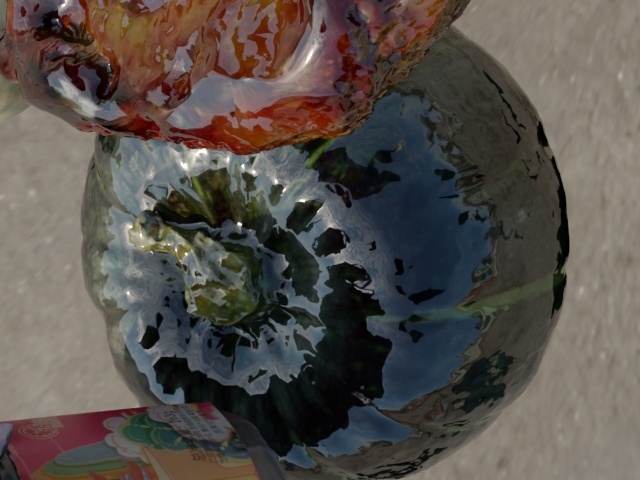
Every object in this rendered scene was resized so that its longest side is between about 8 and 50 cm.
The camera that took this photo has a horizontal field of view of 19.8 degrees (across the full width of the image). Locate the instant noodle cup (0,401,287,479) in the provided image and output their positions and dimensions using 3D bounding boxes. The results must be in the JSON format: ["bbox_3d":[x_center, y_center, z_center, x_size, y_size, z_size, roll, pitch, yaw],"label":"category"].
[{"bbox_3d":[-0.111,0.191,0.987,0.182,0.302,0.258,-10,78,-22],"label":"instant noodle cup"}]

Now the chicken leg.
[{"bbox_3d":[-0.006,-0.122,0.799,0.407,0.096,0.158,-13,86,43],"label":"chicken leg"}]

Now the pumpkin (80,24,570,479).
[{"bbox_3d":[0.000,0.000,1.155,0.323,0.241,0.323,7,108,23],"label":"pumpkin"}]

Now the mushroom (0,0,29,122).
[{"bbox_3d":[-0.251,-0.132,1.190,0.166,0.166,0.127,-15,85,13],"label":"mushroom"}]
